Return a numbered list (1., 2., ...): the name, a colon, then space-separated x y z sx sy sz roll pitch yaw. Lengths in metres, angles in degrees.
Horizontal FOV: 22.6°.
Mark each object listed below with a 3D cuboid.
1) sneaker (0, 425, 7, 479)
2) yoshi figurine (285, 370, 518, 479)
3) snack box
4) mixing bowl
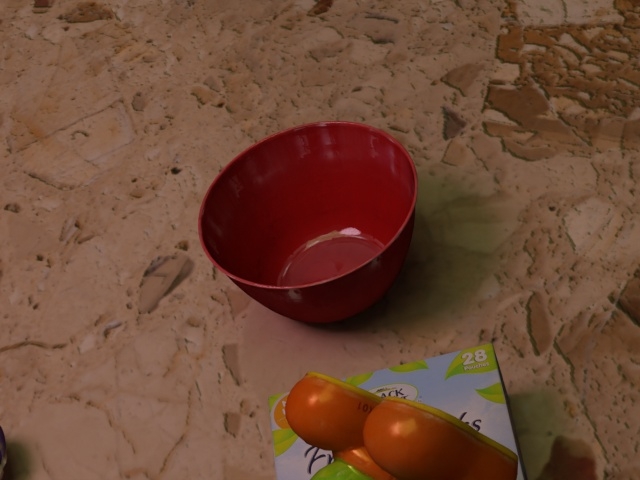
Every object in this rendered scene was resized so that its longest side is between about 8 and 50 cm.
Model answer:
1. sneaker: -0.388 0.196 1.218 0.293 0.146 0.102 -26 45 -5
2. yoshi figurine: -0.038 0.255 0.950 0.203 0.203 0.362 20 82 21
3. snack box: 0.060 0.186 1.122 0.174 0.070 0.207 -15 44 6
4. mixing bowl: 0.000 0.000 1.299 0.181 0.098 0.181 -9 46 10
